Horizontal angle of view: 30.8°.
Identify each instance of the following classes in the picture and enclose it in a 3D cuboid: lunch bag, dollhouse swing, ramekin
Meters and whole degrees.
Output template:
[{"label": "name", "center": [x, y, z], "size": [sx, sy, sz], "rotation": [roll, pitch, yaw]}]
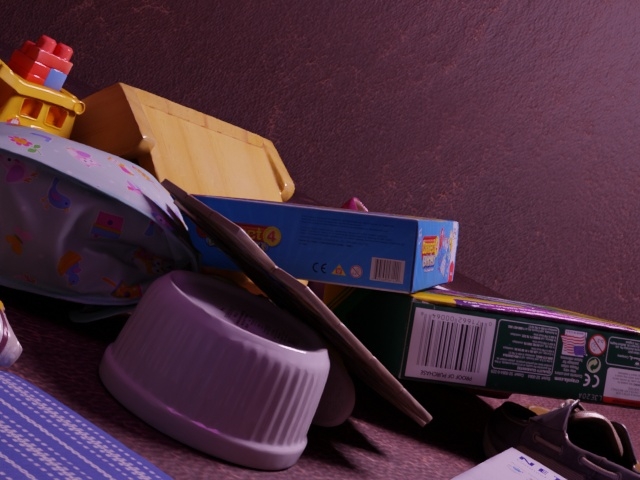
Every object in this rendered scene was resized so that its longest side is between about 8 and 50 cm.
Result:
[{"label": "lunch bag", "center": [-0.256, -0.018, 1.211], "size": [0.262, 0.160, 0.223], "rotation": [18, 7, -15]}, {"label": "dollhouse swing", "center": [-0.231, -0.033, 1.787], "size": [0.315, 0.305, 0.347], "rotation": [-19, -20, 32]}, {"label": "ramekin", "center": [-0.089, 0.111, 1.074], "size": [0.207, 0.109, 0.207], "rotation": [26, 7, -3]}]

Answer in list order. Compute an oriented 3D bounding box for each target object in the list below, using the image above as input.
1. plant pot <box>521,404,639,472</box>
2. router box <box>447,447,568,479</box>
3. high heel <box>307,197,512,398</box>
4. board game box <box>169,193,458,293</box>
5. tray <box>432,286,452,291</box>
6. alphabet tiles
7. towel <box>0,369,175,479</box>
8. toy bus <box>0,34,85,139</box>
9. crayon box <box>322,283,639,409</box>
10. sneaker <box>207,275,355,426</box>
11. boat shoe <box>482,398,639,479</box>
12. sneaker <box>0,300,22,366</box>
[{"label": "plant pot", "center": [0.376, 0.297, 1.678], "size": [0.236, 0.032, 0.236], "rotation": [25, 8, -4]}, {"label": "router box", "center": [0.254, 0.309, 0.978], "size": [0.335, 0.082, 0.301], "rotation": [29, 8, 20]}, {"label": "high heel", "center": [0.148, 0.089, 1.752], "size": [0.377, 0.181, 0.127], "rotation": [28, 8, 16]}, {"label": "board game box", "center": [0.000, 0.000, 1.474], "size": [0.308, 0.086, 0.302], "rotation": [7, 3, 15]}, {"label": "tray", "center": [0.213, 0.127, 1.929], "size": [0.270, 0.145, 0.030], "rotation": [22, 48, -30]}, {"label": "alphabet tiles", "center": [-0.024, 0.068, 1.209], "size": [0.342, 0.011, 0.285], "rotation": [47, -9, -35]}, {"label": "towel", "center": [-0.234, 0.139, 0.715], "size": [0.243, 0.040, 0.336], "rotation": [28, 5, 26]}, {"label": "toy bus", "center": [-0.441, -0.196, 1.614], "size": [0.220, 0.211, 0.149], "rotation": [16, 14, -48]}, {"label": "crayon box", "center": [0.215, 0.129, 1.519], "size": [0.362, 0.106, 0.313], "rotation": [10, 0, -18]}, {"label": "sneaker", "center": [-0.039, 0.120, 1.268], "size": [0.240, 0.091, 0.126], "rotation": [39, 4, 28]}, {"label": "boat shoe", "center": [0.300, 0.255, 1.324], "size": [0.132, 0.130, 0.355], "rotation": [24, 8, -20]}, {"label": "sneaker", "center": [-0.309, 0.052, 0.949], "size": [0.084, 0.069, 0.185], "rotation": [43, -6, -41]}]
